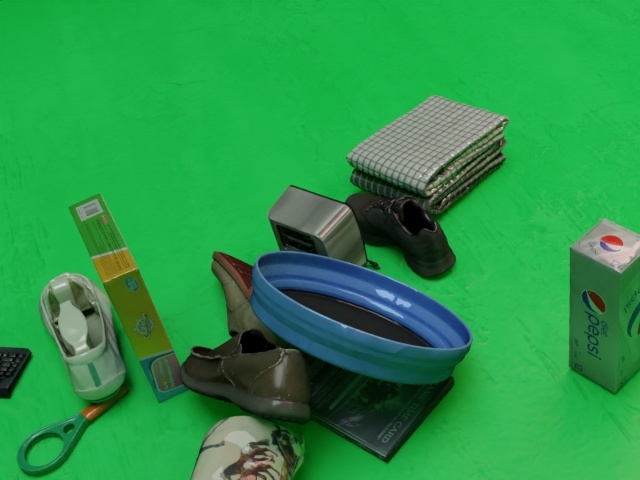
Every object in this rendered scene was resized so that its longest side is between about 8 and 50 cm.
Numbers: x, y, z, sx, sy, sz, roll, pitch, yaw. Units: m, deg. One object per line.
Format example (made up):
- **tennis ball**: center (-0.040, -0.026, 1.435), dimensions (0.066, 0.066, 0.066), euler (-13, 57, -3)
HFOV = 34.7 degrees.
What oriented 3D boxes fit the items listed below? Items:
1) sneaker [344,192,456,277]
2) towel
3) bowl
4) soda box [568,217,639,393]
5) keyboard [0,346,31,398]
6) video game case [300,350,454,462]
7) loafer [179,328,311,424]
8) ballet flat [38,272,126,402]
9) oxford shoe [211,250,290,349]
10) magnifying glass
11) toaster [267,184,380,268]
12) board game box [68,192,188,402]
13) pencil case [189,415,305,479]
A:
- **sneaker**: center (0.152, -0.043, 2.019), dimensions (0.109, 0.130, 0.286), euler (-39, 46, -23)
- **towel**: center (0.231, -0.179, 2.158), dimensions (0.283, 0.121, 0.235), euler (-37, 40, -27)
- **bowl**: center (0.063, 0.128, 1.733), dimensions (0.391, 0.077, 0.391), euler (18, 13, -4)
- **soda box**: center (0.464, 0.109, 1.641), dimensions (0.091, 0.286, 0.098), euler (-36, 46, -25)
- **keyboard**: center (-0.737, 0.275, 1.989), dimensions (0.317, 0.033, 0.202), euler (0, 43, 16)
- **video game case**: center (0.067, 0.254, 1.791), dimensions (0.274, 0.026, 0.196), euler (24, 54, 34)
- **loafer**: center (-0.114, 0.215, 1.721), dimensions (0.366, 0.133, 0.130), euler (6, 80, 55)
- **ballet flat**: center (-0.469, 0.146, 1.963), dimensions (0.139, 0.139, 0.400), euler (-24, 38, -11)
- **oxford shoe**: center (-0.149, 0.121, 1.931), dimensions (0.130, 0.123, 0.348), euler (-61, 28, 7)
- **magnifying glass**: center (-0.444, 0.337, 1.845), dimensions (0.092, 0.026, 0.231), euler (28, 58, 38)
- **toaster**: center (0.000, 0.000, 1.988), dimensions (0.185, 0.168, 0.110), euler (21, 54, 34)
- **board game box**: center (-0.344, 0.105, 1.849), dimensions (0.064, 0.317, 0.242), euler (-25, 42, -11)
- **pencil case**: center (-0.130, 0.450, 1.528), dimensions (0.183, 0.160, 0.410), euler (15, 44, -2)
